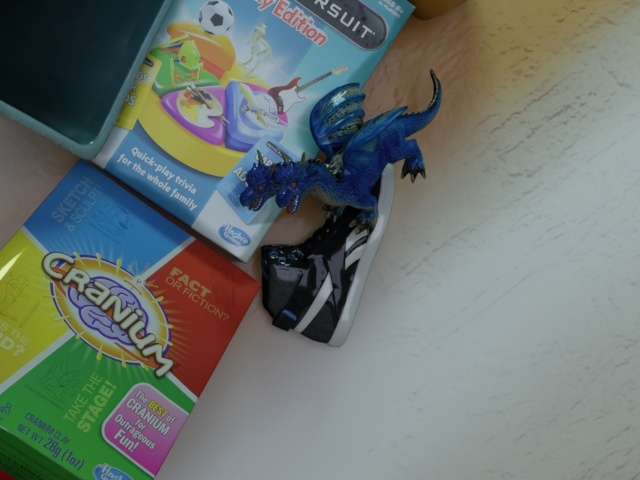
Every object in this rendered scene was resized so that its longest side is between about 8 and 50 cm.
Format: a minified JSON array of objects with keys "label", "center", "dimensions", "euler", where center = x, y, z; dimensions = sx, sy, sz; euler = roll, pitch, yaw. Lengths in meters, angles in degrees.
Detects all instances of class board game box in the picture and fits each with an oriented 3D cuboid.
[{"label":"board game box","center":[-0.223,0.092,1.031],"dimensions":[0.242,0.064,0.317],"euler":[35,43,-8]},{"label":"board game box","center":[-0.096,-0.184,1.141],"dimensions":[0.253,0.079,0.336],"euler":[34,86,-8]}]

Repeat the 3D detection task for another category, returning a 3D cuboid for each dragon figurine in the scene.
[{"label":"dragon figurine","center":[0.044,-0.106,1.091],"dimensions":[0.085,0.144,0.289],"euler":[31,70,37]}]

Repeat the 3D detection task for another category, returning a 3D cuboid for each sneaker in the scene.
[{"label":"sneaker","center":[0.000,0.000,1.162],"dimensions":[0.121,0.079,0.217],"euler":[18,85,-10]}]

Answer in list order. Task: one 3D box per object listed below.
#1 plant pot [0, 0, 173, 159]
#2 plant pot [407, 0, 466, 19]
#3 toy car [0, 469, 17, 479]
[{"label":"plant pot","center":[-0.325,-0.260,1.010],"dimensions":[0.252,0.247,0.248],"euler":[22,85,34]},{"label":"plant pot","center":[0.108,-0.356,1.153],"dimensions":[0.205,0.205,0.188],"euler":[-43,111,-10]},{"label":"toy car","center":[-0.290,0.281,0.974],"dimensions":[0.159,0.182,0.136],"euler":[-1,63,4]}]
